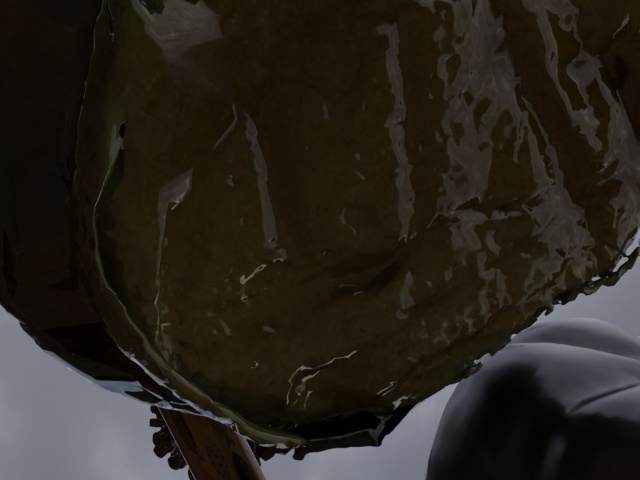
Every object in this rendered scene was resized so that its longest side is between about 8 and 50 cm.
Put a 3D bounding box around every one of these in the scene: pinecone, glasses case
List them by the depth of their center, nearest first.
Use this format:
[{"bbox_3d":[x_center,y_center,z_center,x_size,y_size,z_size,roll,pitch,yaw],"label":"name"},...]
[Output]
[{"bbox_3d":[-0.111,0.213,0.970,0.064,0.041,0.170,-28,-95,7],"label":"glasses case"},{"bbox_3d":[-0.173,0.286,1.482,0.207,0.207,0.208,15,-58,26],"label":"pinecone"}]

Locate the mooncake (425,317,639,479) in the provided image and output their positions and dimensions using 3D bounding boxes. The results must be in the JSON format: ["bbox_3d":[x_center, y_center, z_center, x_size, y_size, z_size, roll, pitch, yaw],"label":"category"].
[{"bbox_3d":[0.175,0.124,0.482,0.244,0.245,0.133,12,-79,27],"label":"mooncake"}]

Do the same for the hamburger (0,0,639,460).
[{"bbox_3d":[0.003,-0.050,0.398,0.134,0.284,0.266,-164,-110,-65],"label":"hamburger"}]
